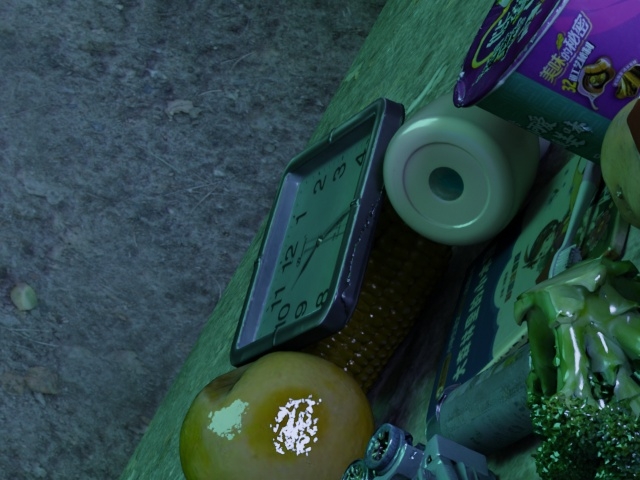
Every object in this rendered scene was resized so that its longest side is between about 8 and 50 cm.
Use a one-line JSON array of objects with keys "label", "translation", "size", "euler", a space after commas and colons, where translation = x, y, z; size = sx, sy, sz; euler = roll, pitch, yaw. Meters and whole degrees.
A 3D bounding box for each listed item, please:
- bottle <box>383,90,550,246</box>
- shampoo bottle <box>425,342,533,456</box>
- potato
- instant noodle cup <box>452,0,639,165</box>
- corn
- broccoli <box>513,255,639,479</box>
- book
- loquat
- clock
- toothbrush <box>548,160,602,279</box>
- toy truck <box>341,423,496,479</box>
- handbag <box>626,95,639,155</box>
[{"label": "bottle", "translation": [0.173, -0.103, 1.726], "size": [0.147, 0.147, 0.236], "euler": [-53, -4, 35]}, {"label": "shampoo bottle", "translation": [0.152, 0.135, 1.353], "size": [0.214, 0.072, 0.072], "euler": [-43, 19, 59]}, {"label": "potato", "translation": [0.272, -0.057, 1.226], "size": [0.112, 0.112, 0.147], "euler": [-65, 8, -28]}, {"label": "instant noodle cup", "translation": [0.257, -0.167, 1.357], "size": [0.251, 0.190, 0.251], "euler": [-56, 9, 14]}, {"label": "corn", "translation": [0.028, 0.101, 1.887], "size": [0.387, 0.144, 0.144], "euler": [-60, 9, 11]}, {"label": "broccoli", "translation": [0.204, 0.082, 1.026], "size": [0.195, 0.156, 0.195], "euler": [-28, -1, -1]}, {"label": "book", "translation": [0.206, 0.022, 1.568], "size": [0.322, 0.018, 0.228], "euler": [-50, 13, 44]}, {"label": "loquat", "translation": [-0.045, 0.212, 1.718], "size": [0.213, 0.213, 0.213], "euler": [-57, 10, 15]}, {"label": "clock", "translation": [0.001, 0.000, 1.797], "size": [0.279, 0.049, 0.273], "euler": [-30, 40, 60]}, {"label": "toothbrush", "translation": [0.251, -0.066, 1.490], "size": [0.025, 0.020, 0.286], "euler": [-35, 25, 48]}, {"label": "toy truck", "translation": [0.058, 0.265, 1.343], "size": [0.256, 0.108, 0.140], "euler": [-51, 26, 27]}, {"label": "handbag", "translation": [0.325, -0.120, 0.937], "size": [0.298, 0.171, 0.151], "euler": [-56, 9, 24]}]
